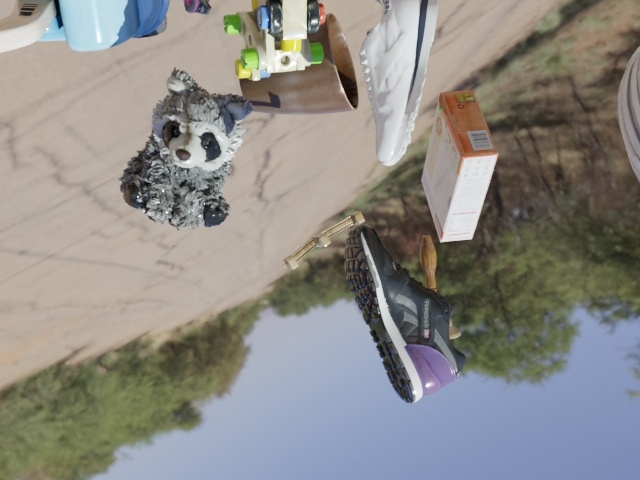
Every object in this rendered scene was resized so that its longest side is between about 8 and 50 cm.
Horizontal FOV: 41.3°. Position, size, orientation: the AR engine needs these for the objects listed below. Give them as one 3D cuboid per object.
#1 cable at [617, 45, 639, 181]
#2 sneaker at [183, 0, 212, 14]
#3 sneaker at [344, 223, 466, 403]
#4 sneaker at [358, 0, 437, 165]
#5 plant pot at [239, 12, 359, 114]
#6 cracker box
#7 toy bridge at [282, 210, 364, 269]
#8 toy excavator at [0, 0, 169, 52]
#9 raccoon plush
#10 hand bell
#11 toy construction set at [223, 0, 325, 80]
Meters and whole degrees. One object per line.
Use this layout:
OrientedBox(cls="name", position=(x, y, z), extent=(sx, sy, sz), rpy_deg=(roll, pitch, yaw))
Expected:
OrientedBox(cls="cable", position=(0.417, -0.111, 0.844), extent=(0.257, 0.257, 0.089), rpy_deg=(-26, 173, -30))
OrientedBox(cls="sneaker", position=(-0.245, -0.487, 1.672), extent=(0.057, 0.119, 0.047), rpy_deg=(6, 142, -37))
OrientedBox(cls="sneaker", position=(0.133, 0.098, 1.322), extent=(0.124, 0.284, 0.107), rpy_deg=(-22, -176, -18))
OrientedBox(cls="sneaker", position=(0.094, -0.218, 1.132), extent=(0.094, 0.235, 0.090), rpy_deg=(10, -176, 3))
OrientedBox(cls="plant pot", position=(-0.056, -0.364, 1.880), extent=(0.230, 0.216, 0.215), rpy_deg=(-13, -177, 14))
OrientedBox(cls="cracker box", position=(0.241, -0.128, 1.504), extent=(0.067, 0.156, 0.232), rpy_deg=(-5, 144, -8))
OrientedBox(cls="toy bridge", position=(0.000, 0.000, 1.707), extent=(0.188, 0.026, 0.063), rpy_deg=(-34, -170, -15))
OrientedBox(cls="toy excavator", position=(-0.495, -0.431, 1.556), extent=(0.432, 0.223, 0.445), rpy_deg=(-4, -147, -7))
OrientedBox(cls="raccoon plush", position=(-0.271, -0.233, 1.694), extent=(0.216, 0.446, 0.299), rpy_deg=(10, 119, -24))
OrientedBox(cls="hand bell", position=(0.263, 0.109, 2.025), extent=(0.126, 0.242, 0.126), rpy_deg=(-5, -175, 0))
OrientedBox(cls="toy construction set", position=(-0.077, -0.374, 1.196), extent=(0.151, 0.328, 0.215), rpy_deg=(-21, -149, -10))
